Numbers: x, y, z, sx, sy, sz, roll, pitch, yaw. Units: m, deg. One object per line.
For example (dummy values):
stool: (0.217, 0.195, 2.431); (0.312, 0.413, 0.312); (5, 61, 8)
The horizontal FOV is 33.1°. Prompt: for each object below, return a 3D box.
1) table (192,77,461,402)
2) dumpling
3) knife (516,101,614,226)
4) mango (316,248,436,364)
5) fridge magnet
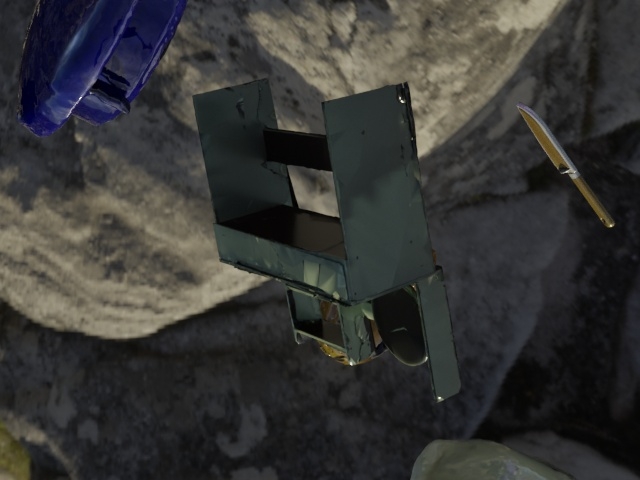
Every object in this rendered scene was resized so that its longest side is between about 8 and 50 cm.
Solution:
table: (0.000, 0.000, 0.606); (0.062, 0.146, 0.175); (-18, 107, -29)
dumpling: (0.245, 0.393, 1.357); (0.318, 0.243, 0.187); (41, 132, 0)
knife: (0.387, -0.118, 1.715); (0.022, 0.046, 0.256); (-41, 104, -8)
mango: (0.083, 0.084, 1.728); (0.151, 0.156, 0.248); (33, 91, -4)
fridge magnet: (-0.201, -0.214, 1.000); (0.113, 0.265, 0.265); (27, 107, -26)
